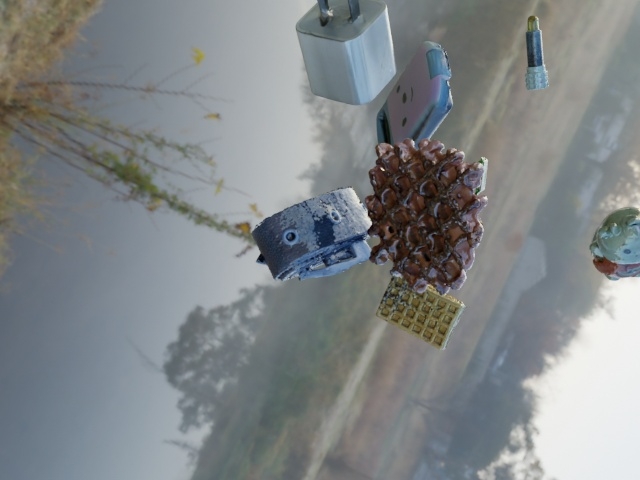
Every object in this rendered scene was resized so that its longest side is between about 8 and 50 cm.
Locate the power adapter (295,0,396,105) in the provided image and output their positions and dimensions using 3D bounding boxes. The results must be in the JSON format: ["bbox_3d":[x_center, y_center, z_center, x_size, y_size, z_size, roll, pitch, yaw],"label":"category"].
[{"bbox_3d":[0.039,-0.346,1.428,0.125,0.130,0.204,-50,146,-29],"label":"power adapter"}]

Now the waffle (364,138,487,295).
[{"bbox_3d":[0.151,-0.035,1.279,0.056,0.221,0.234,-12,109,-43],"label":"waffle"}]

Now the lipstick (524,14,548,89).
[{"bbox_3d":[0.345,-0.303,1.392,0.037,0.037,0.116,-46,131,-63],"label":"lipstick"}]

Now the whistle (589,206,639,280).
[{"bbox_3d":[0.500,0.009,1.430,0.253,0.102,0.105,59,54,-71],"label":"whistle"}]

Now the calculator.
[{"bbox_3d":[0.181,-0.258,1.712,0.293,0.051,0.172,123,-34,-52],"label":"calculator"}]

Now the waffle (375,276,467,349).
[{"bbox_3d":[0.182,0.125,1.580,0.042,0.148,0.102,-10,126,-64],"label":"waffle"}]

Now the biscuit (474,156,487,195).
[{"bbox_3d":[0.363,-0.146,1.952,0.046,0.016,0.089,-23,119,-62],"label":"biscuit"}]

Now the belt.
[{"bbox_3d":[-0.001,-0.001,1.425,0.218,0.128,0.122,-19,167,-41],"label":"belt"}]
